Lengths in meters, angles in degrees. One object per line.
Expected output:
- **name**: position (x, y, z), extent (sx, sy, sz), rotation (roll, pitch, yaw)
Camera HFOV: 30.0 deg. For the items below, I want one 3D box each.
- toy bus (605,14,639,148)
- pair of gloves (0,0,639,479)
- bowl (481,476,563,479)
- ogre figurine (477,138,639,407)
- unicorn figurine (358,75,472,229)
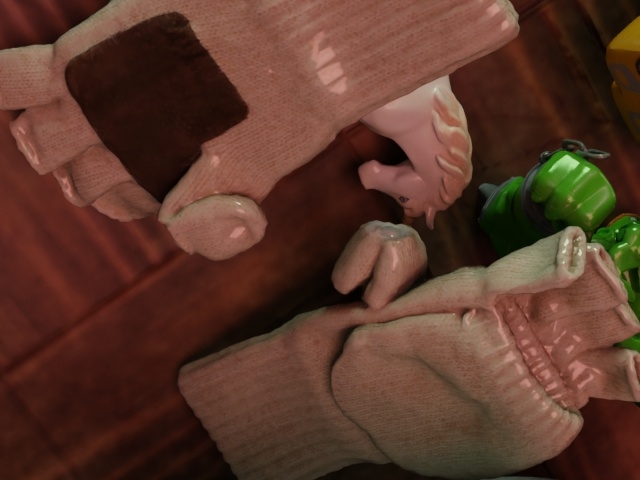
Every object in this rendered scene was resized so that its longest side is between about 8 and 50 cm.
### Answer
- **toy bus**: position (0.265, -0.138, 0.502), extent (0.333, 0.130, 0.108), rotation (-37, 109, -4)
- **pair of gloves**: position (0.000, 0.000, 0.456), extent (0.204, 0.042, 0.240), rotation (-15, 112, 28)
- **bowl**: position (0.081, 0.226, 0.543), extent (0.298, 0.134, 0.297), rotation (-1, 101, -5)
- **ogre figurine**: position (0.132, 0.032, 0.523), extent (0.197, 0.118, 0.096), rotation (29, 92, -24)
- **unicorn figurine**: position (0.027, -0.078, 0.488), extent (0.111, 0.060, 0.161), rotation (21, 102, -18)
